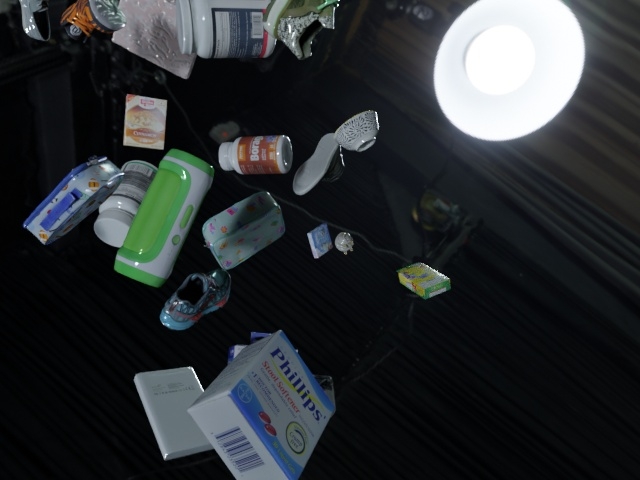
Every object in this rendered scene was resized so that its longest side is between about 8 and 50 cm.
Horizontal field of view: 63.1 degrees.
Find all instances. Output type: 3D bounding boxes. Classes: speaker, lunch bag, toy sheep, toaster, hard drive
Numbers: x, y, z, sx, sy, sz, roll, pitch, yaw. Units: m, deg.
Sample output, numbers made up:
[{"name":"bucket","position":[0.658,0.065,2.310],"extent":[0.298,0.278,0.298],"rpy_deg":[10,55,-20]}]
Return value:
[{"name":"speaker","position":[-0.349,-0.050,1.173],"extent":[0.131,0.131,0.296],"rpy_deg":[75,-143,-80]},{"name":"lunch bag","position":[-0.262,-0.030,1.784],"extent":[0.279,0.108,0.224],"rpy_deg":[-31,-26,-12]},{"name":"lunch bag","position":[-0.749,-0.130,1.590],"extent":[0.303,0.115,0.243],"rpy_deg":[-41,12,16]},{"name":"toy sheep","position":[0.107,0.007,2.326],"extent":[0.091,0.091,0.132],"rpy_deg":[-46,-19,-27]},{"name":"toaster","position":[-0.032,0.595,1.974],"extent":[0.129,0.227,0.146],"rpy_deg":[-31,-65,-55]},{"name":"hard drive","position":[-0.449,0.538,1.660],"extent":[0.203,0.307,0.040],"rpy_deg":[4,-56,-42]}]

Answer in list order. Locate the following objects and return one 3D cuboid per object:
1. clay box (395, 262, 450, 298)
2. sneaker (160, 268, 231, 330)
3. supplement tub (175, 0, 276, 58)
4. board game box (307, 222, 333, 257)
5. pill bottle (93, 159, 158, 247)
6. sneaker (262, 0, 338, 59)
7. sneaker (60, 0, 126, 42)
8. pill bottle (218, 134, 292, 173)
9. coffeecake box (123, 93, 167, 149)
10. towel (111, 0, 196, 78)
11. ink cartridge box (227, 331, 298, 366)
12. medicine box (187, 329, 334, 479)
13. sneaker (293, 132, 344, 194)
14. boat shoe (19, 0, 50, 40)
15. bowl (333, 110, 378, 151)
[{"name":"clay box","position":[0.423,0.163,2.173],"extent":[0.127,0.053,0.222],"rpy_deg":[-19,23,-17]},{"name":"sneaker","position":[-0.314,0.137,1.406],"extent":[0.125,0.104,0.262],"rpy_deg":[-62,-9,33]},{"name":"supplement tub","position":[-0.279,-0.641,1.545],"extent":[0.272,0.191,0.191],"rpy_deg":[-7,-26,-19]},{"name":"board game box","position":[0.000,0.000,1.748],"extent":[0.020,0.090,0.090],"rpy_deg":[0,24,41]},{"name":"pill bottle","position":[-0.813,-0.158,2.223],"extent":[0.204,0.204,0.361],"rpy_deg":[121,164,-45]},{"name":"sneaker","position":[0.008,-0.644,1.358],"extent":[0.158,0.182,0.410],"rpy_deg":[-23,-15,-39]},{"name":"sneaker","position":[-0.713,-0.681,1.624],"extent":[0.180,0.321,0.124],"rpy_deg":[-40,-49,13]},{"name":"pill bottle","position":[-0.208,-0.272,1.666],"extent":[0.121,0.216,0.121],"rpy_deg":[0,-90,-75]},{"name":"coffeecake box","position":[-0.661,-0.443,1.962],"extent":[0.068,0.142,0.185],"rpy_deg":[-162,76,-64]},{"name":"towel","position":[-0.641,-0.835,2.071],"extent":[0.317,0.332,0.053],"rpy_deg":[-48,22,48]},{"name":"ink cartridge box","position":[-0.241,0.569,2.103],"extent":[0.151,0.270,0.395],"rpy_deg":[146,130,-65]},{"name":"medicine box","position":[-0.132,0.414,1.279],"extent":[0.149,0.263,0.289],"rpy_deg":[-31,6,28]},{"name":"sneaker","position":[0.006,-0.237,1.874],"extent":[0.296,0.104,0.147],"rpy_deg":[-59,-33,-30]},{"name":"boat shoe","position":[-0.872,-0.726,1.602],"extent":[0.079,0.081,0.227],"rpy_deg":[-55,-12,-45]},{"name":"bowl","position":[0.134,-0.352,1.755],"extent":[0.170,0.080,0.170],"rpy_deg":[-27,-13,-7]}]
